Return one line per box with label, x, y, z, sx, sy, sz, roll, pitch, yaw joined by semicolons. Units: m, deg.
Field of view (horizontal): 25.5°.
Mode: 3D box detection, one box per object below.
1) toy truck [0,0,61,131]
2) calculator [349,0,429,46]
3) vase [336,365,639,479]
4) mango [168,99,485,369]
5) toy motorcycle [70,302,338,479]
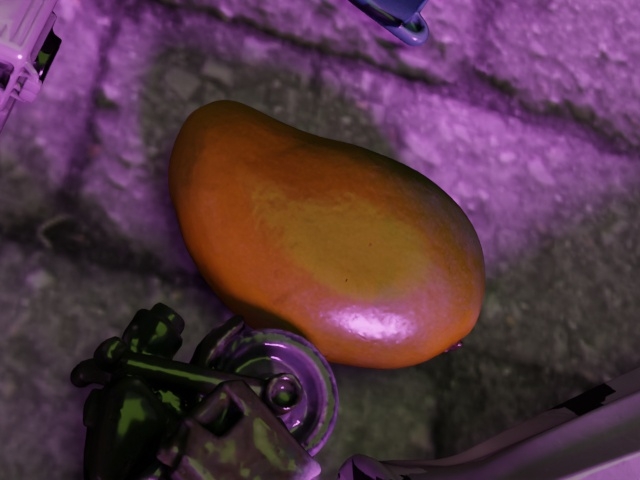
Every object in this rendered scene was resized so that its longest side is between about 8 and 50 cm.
toy truck;-0.153;-0.182;0.753;0.101;0.125;0.243;27;64;-14
calculator;0.021;-0.184;0.890;0.141;0.019;0.094;37;61;-6
vase;0.191;0.134;0.783;0.360;0.165;0.165;-12;77;-22
mango;0.001;0.004;0.783;0.191;0.085;0.122;19;75;-6
toy motorcycle;-0.082;0.129;0.632;0.127;0.205;0.275;38;67;-6
